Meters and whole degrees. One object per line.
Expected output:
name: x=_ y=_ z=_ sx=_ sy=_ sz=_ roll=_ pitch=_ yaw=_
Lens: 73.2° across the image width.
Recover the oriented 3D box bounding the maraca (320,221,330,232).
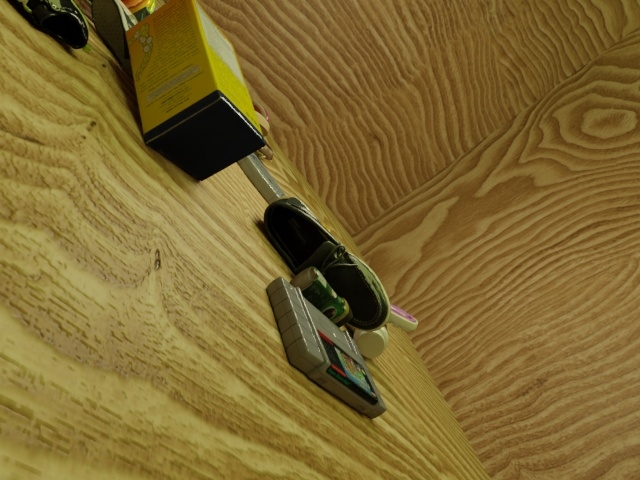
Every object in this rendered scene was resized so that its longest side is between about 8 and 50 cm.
maraca: x=0.000 y=0.000 z=1.843 sx=0.127 sy=0.099 sz=0.186 roll=-121 pitch=-164 yaw=-53

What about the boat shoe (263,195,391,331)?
boat shoe: x=0.006 y=0.070 z=1.262 sx=0.500 sy=0.187 sz=0.156 roll=50 pitch=12 yaw=9

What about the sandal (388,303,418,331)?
sandal: x=0.148 y=0.164 z=1.451 sx=0.416 sy=0.102 sz=0.169 roll=29 pitch=6 yaw=2

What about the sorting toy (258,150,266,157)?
sorting toy: x=-0.327 y=-0.455 z=2.068 sx=0.196 sy=0.047 sz=0.348 roll=50 pitch=8 yaw=-1

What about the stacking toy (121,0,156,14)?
stacking toy: x=-0.633 y=-0.818 z=1.503 sx=0.166 sy=0.175 sz=0.302 roll=48 pitch=-8 yaw=23

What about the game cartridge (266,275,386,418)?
game cartridge: x=0.023 y=0.251 z=0.985 sx=0.355 sy=0.068 sz=0.230 roll=47 pitch=6 yaw=-40

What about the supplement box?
supplement box: x=-0.295 y=-0.358 z=1.011 sx=0.194 sy=0.195 sz=0.357 roll=40 pitch=28 yaw=-62

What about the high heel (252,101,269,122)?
high heel: x=-0.318 y=-0.597 z=2.148 sx=0.181 sy=0.127 sz=0.377 roll=34 pitch=2 yaw=-43

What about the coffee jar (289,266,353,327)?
coffee jar: x=0.003 y=0.158 z=1.126 sx=0.184 sy=0.096 sz=0.079 roll=50 pitch=11 yaw=-31

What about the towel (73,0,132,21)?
towel: x=-0.586 y=-0.639 z=1.277 sx=0.332 sy=0.053 sz=0.317 roll=46 pitch=11 yaw=-51

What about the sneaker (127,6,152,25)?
sneaker: x=-0.505 y=-0.641 z=1.299 sx=0.065 sy=0.076 sz=0.166 roll=56 pitch=7 yaw=2

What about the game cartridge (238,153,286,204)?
game cartridge: x=-0.226 y=-0.239 z=1.679 sx=0.294 sy=0.060 sz=0.196 roll=53 pitch=4 yaw=-5

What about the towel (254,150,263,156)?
towel: x=-0.324 y=-0.402 z=1.723 sx=0.102 sy=0.021 sz=0.237 roll=16 pitch=-9 yaw=25

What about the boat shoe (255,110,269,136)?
boat shoe: x=-0.340 y=-0.493 z=1.827 sx=0.341 sy=0.121 sz=0.110 roll=10 pitch=53 yaw=-53

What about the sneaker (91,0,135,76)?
sneaker: x=-0.494 y=-0.531 z=1.143 sx=0.226 sy=0.086 sz=0.163 roll=64 pitch=16 yaw=-9

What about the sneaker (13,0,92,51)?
sneaker: x=-0.499 y=-0.434 z=0.762 sx=0.097 sy=0.084 sz=0.234 roll=59 pitch=9 yaw=27

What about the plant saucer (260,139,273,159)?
plant saucer: x=-0.286 y=-0.468 z=2.050 sx=0.198 sy=0.036 sz=0.198 roll=49 pitch=8 yaw=-10

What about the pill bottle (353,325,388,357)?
pill bottle: x=0.161 y=0.304 z=1.379 sx=0.112 sy=0.112 sz=0.186 roll=54 pitch=8 yaw=-1
